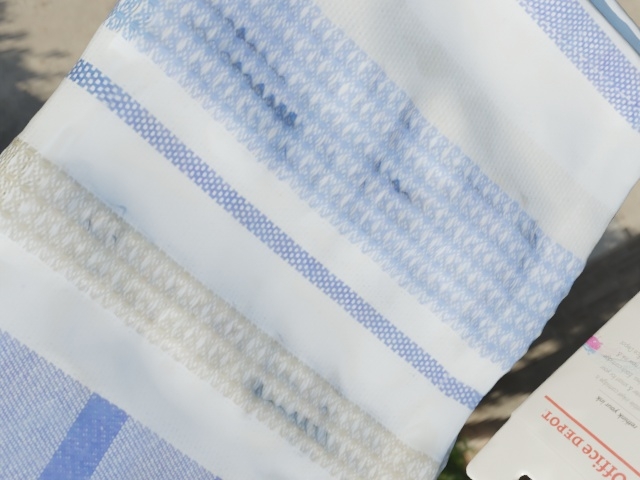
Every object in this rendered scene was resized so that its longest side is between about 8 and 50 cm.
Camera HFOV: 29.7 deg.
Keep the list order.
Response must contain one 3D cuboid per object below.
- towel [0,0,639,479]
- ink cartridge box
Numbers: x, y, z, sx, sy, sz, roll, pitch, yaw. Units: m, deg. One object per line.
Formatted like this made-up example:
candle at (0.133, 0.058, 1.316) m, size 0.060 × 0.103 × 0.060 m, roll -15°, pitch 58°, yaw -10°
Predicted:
towel at (0.000, 0.000, 0.412) m, size 0.209 × 0.034 × 0.285 m, roll 41°, pitch 81°, yaw -30°
ink cartridge box at (0.191, 0.103, 0.677) m, size 0.198 × 0.115 × 0.067 m, roll -42°, pitch 123°, yaw -3°
